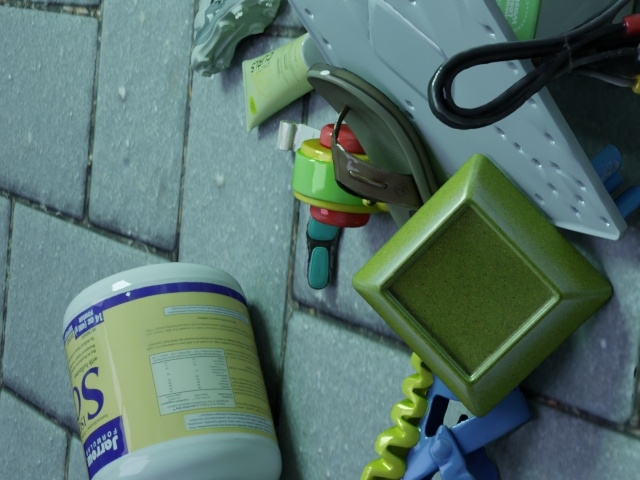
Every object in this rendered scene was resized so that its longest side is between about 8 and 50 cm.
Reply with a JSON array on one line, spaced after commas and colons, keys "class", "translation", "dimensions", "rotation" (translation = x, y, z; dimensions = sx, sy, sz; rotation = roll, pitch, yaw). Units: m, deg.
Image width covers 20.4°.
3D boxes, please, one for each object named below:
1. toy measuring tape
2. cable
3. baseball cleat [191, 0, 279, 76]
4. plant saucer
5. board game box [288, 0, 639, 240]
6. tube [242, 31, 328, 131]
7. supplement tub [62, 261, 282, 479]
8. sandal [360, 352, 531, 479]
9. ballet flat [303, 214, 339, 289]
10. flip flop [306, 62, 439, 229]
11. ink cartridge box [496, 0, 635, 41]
[{"class": "toy measuring tape", "translation": [-0.005, -0.090, 2.044], "dimensions": [0.330, 0.121, 0.121], "rotation": [30, 115, 57]}, {"class": "cable", "translation": [0.231, -0.162, 1.478], "dimensions": [0.072, 0.287, 0.139], "rotation": [178, 88, -74]}, {"class": "baseball cleat", "translation": [-0.119, -0.297, 2.294], "dimensions": [0.206, 0.072, 0.109], "rotation": [-39, 49, 49]}, {"class": "plant saucer", "translation": [0.146, 0.047, 1.688], "dimensions": [0.188, 0.045, 0.188], "rotation": [46, 108, 7]}, {"class": "board game box", "translation": [0.101, -0.189, 1.684], "dimensions": [0.390, 0.050, 0.390], "rotation": [56, 163, -24]}, {"class": "tube", "translation": [-0.047, -0.200, 2.181], "dimensions": [0.070, 0.062, 0.240], "rotation": [-54, 15, -22]}, {"class": "supplement tub", "translation": [-0.181, 0.220, 2.212], "dimensions": [0.241, 0.241, 0.331], "rotation": [-47, 50, 49]}, {"class": "sandal", "translation": [0.153, 0.151, 1.784], "dimensions": [0.138, 0.126, 0.317], "rotation": [23, 105, 19]}, {"class": "ballet flat", "translation": [0.000, 0.000, 2.111], "dimensions": [0.041, 0.041, 0.114], "rotation": [25, 109, 58]}, {"class": "flip flop", "translation": [0.062, -0.060, 1.836], "dimensions": [0.277, 0.080, 0.112], "rotation": [62, 161, -20]}, {"class": "ink cartridge box", "translation": [0.165, -0.310, 1.749], "dimensions": [0.353, 0.119, 0.207], "rotation": [31, 117, 56]}]
